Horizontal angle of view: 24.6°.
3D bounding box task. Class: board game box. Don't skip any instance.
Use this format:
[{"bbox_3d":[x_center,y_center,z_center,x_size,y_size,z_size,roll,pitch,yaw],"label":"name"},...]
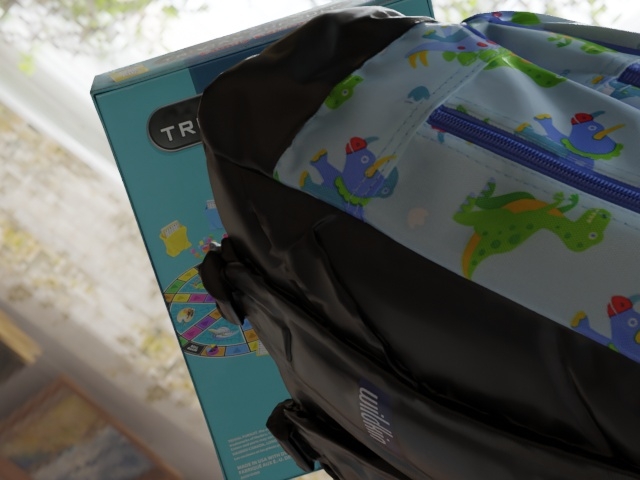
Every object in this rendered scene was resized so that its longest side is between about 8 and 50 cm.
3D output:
[{"bbox_3d":[0.000,0.000,1.122,0.254,0.336,0.079,-17,-163,-1],"label":"board game box"}]

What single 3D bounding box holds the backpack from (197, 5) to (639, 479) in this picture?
[{"bbox_3d":[0.156,0.056,0.604,0.273,0.290,0.355,-34,-139,-17],"label":"backpack"}]
